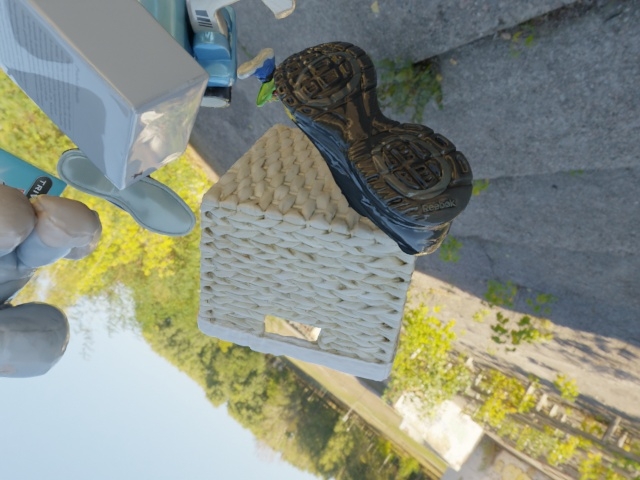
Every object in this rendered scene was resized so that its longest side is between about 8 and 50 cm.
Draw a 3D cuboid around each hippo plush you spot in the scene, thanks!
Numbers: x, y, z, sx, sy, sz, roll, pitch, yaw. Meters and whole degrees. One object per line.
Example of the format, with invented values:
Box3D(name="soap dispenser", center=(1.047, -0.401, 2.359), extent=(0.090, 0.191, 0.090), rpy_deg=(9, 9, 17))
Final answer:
Box3D(name="hippo plush", center=(-0.428, 0.058, 0.530), extent=(0.294, 0.237, 0.234), rpy_deg=(5, 174, -2))

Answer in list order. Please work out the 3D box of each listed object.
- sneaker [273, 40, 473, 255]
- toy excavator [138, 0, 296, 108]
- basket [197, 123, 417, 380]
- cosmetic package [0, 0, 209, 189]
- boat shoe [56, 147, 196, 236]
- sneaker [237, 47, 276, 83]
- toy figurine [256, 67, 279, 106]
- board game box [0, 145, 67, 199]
Box3D(name="sneaker", center=(0.037, -0.097, 0.464), extent=(0.286, 0.109, 0.130), rpy_deg=(61, 172, 29))
Box3D(name="toy excavator", center=(-0.267, -0.459, 0.949), extent=(0.432, 0.223, 0.445), rpy_deg=(1, 180, -3))
Box3D(name="basket", center=(0.000, 0.000, 0.742), extent=(0.328, 0.331, 0.267), rpy_deg=(13, 126, 10))
Box3D(name="cosmetic package", center=(-0.421, -0.336, 0.740), extent=(0.453, 0.161, 0.230), rpy_deg=(46, 143, -1))
Box3D(name="boat shoe", center=(-0.416, -0.113, 0.977), extent=(0.302, 0.114, 0.091), rpy_deg=(36, -174, -28))
Box3D(name="sneaker", center=(-0.179, -0.487, 1.281), extent=(0.058, 0.152, 0.085), rpy_deg=(17, 143, 25))
Box3D(name="toy figurine", center=(-0.091, -0.449, 1.375), extent=(0.159, 0.130, 0.173), rpy_deg=(23, 163, -29))
Box3D(name="board game box", center=(-0.808, -0.114, 0.997), extent=(0.079, 0.254, 0.336), rpy_deg=(28, 173, 32))
